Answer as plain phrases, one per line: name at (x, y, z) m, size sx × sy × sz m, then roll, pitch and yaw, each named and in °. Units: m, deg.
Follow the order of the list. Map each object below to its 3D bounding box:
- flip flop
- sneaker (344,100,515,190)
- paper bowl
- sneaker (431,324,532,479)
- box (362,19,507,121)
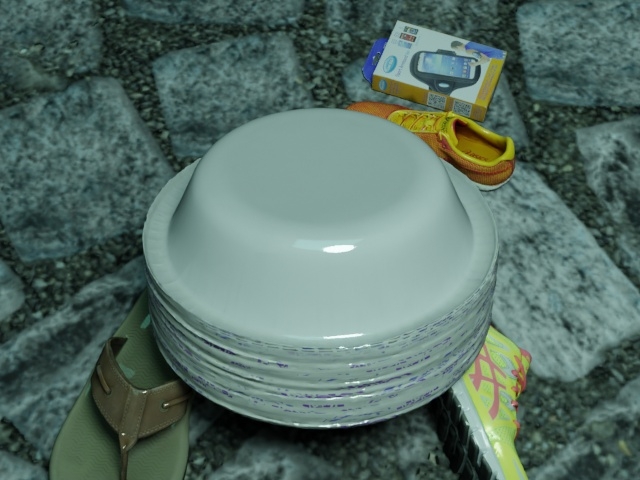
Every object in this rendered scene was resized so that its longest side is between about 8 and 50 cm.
flip flop at (-0.141, 0.115, 0.963) m, size 0.112 × 0.080 × 0.277 m, roll 17°, pitch 57°, yaw 9°
sneaker at (0.105, -0.106, 1.129) m, size 0.175 × 0.067 × 0.064 m, roll 16°, pitch 59°, yaw 10°
paper bowl at (0.000, 0.000, 0.939) m, size 0.284 × 0.148 × 0.284 m, roll 0°, pitch 39°, yaw 0°
sneaker at (0.139, 0.121, 0.971) m, size 0.094 × 0.081 × 0.208 m, roll -11°, pitch 57°, yaw -12°
box at (0.114, -0.176, 1.200) m, size 0.136 × 0.028 × 0.081 m, roll 19°, pitch 58°, yaw 8°
